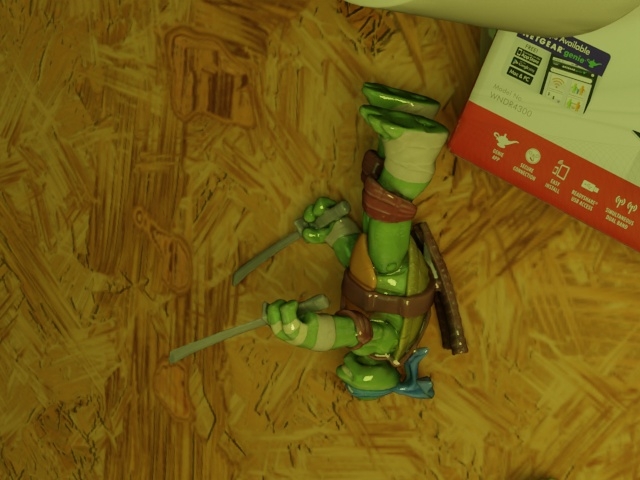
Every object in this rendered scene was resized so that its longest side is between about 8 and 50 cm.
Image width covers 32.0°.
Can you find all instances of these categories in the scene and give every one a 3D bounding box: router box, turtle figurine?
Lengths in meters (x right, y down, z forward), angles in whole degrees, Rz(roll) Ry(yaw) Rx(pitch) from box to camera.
[{"bbox_3d":[0.296,-0.126,0.771,0.335,0.082,0.301,30,116,20],"label":"router box"},{"bbox_3d":[0.000,0.000,0.953,0.274,0.197,0.266,26,113,27],"label":"turtle figurine"}]

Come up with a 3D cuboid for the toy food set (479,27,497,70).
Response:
[{"bbox_3d":[0.218,-0.124,0.894,0.192,0.038,0.133,9,102,27],"label":"toy food set"}]

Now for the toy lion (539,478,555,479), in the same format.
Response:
[{"bbox_3d":[0.185,0.247,0.904,0.034,0.100,0.096,-30,91,46],"label":"toy lion"}]

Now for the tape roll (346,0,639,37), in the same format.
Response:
[{"bbox_3d":[0.108,-0.259,0.701,0.246,0.169,0.246,-1,88,52],"label":"tape roll"}]
